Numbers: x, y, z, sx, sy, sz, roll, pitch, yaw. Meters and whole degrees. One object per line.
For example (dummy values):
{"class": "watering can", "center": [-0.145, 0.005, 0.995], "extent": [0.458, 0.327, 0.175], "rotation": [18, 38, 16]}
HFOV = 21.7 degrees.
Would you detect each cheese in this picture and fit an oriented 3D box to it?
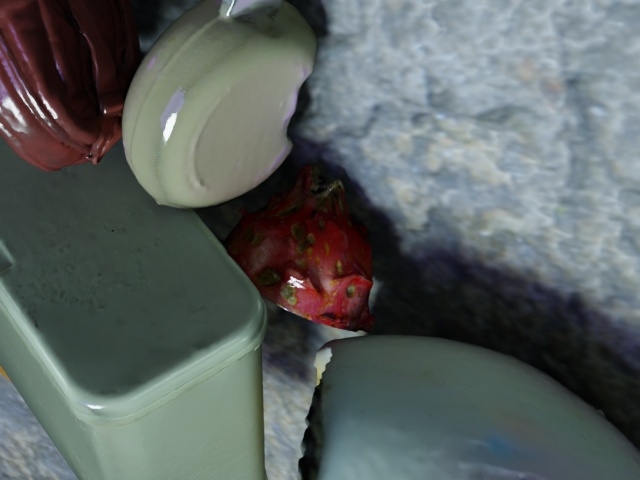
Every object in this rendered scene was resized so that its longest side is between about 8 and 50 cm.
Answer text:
{"class": "cheese", "center": [-0.062, -0.148, 1.282], "extent": [0.082, 0.163, 0.286], "rotation": [47, 134, 26]}

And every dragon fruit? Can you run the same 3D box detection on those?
{"class": "dragon fruit", "center": [0.000, 0.000, 1.428], "extent": [0.153, 0.153, 0.111], "rotation": [32, 106, 8]}

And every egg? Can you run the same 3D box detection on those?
{"class": "egg", "center": [0.145, 0.266, 1.407], "extent": [0.340, 0.354, 0.354], "rotation": [7, 139, 3]}

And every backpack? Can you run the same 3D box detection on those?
{"class": "backpack", "center": [-0.221, -0.159, 1.318], "extent": [0.139, 0.229, 0.229], "rotation": [-20, 122, 11]}

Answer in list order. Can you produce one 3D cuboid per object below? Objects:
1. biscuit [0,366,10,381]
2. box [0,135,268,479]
{"class": "biscuit", "center": [-0.365, 0.097, 1.887], "extent": [0.250, 0.036, 0.165], "rotation": [-22, 114, 46]}
{"class": "box", "center": [-0.194, 0.071, 1.487], "extent": [0.352, 0.177, 0.344], "rotation": [49, 161, 28]}
